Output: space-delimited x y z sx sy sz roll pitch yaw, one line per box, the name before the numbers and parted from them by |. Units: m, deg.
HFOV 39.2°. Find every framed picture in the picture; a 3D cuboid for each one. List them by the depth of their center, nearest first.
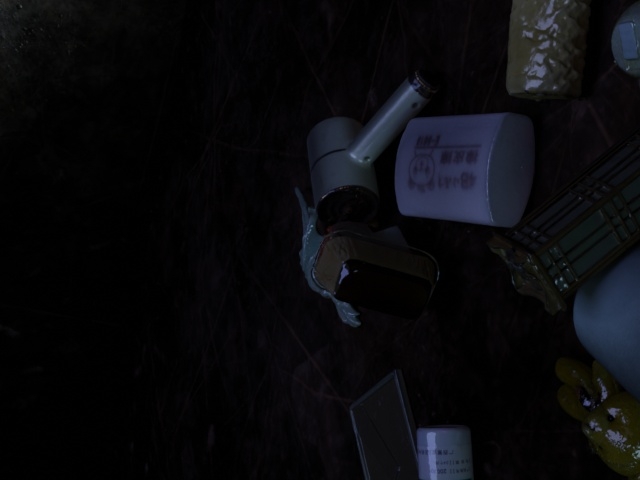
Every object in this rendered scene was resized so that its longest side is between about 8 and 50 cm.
framed picture | 0.134 0.418 1.714 0.213 0.016 0.289 -51 45 51

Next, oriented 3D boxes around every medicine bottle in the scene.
medicine bottle | 0.210 0.437 1.481 0.095 0.095 0.260 -19 74 62

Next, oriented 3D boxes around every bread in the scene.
bread | 0.098 0.044 1.598 0.212 0.224 0.142 -101 30 -67
bread | 0.093 -0.051 1.799 0.049 0.034 0.088 130 134 -59

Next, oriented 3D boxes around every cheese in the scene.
cheese | 0.324 -0.286 1.289 0.123 0.094 0.167 -164 78 -64

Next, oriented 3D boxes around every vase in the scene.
vase | 0.422 0.126 0.961 0.291 0.245 0.245 -128 46 -62

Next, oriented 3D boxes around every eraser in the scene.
eraser | 0.229 -0.117 1.472 0.270 0.095 0.174 11 96 62

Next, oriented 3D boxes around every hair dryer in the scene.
hair dryer | 0.107 -0.201 1.690 0.362 0.128 0.203 -47 36 37

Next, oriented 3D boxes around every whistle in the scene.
whistle | 0.430 -0.209 1.097 0.123 0.123 0.223 10 118 63

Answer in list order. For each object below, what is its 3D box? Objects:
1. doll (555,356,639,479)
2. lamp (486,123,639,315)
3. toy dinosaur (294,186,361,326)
doll | 0.366 0.230 1.189 0.209 0.097 0.137 -146 55 -65
lamp | 0.347 -0.058 1.013 0.090 0.325 0.089 52 176 -25
toy dinosaur | 0.000 0.000 1.923 0.393 0.092 0.205 49 138 41
